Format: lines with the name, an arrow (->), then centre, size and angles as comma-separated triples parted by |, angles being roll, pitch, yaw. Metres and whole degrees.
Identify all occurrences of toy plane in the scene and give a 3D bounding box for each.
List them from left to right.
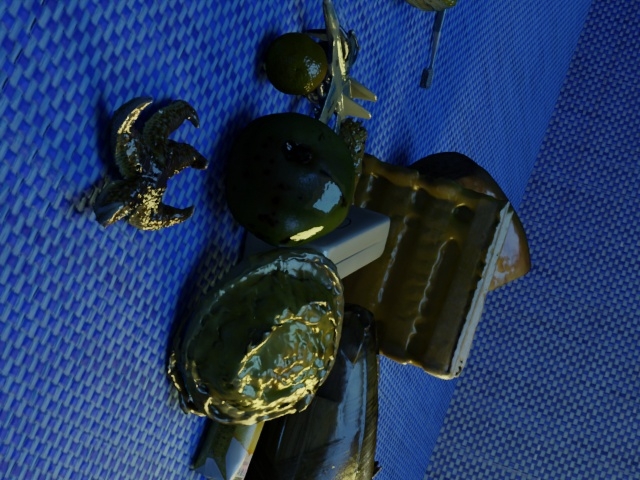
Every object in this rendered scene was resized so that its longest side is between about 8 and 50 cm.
toy plane -> 0.015, -0.262, 1.742 | 0.262, 0.088, 0.192 | 65, 38, -50

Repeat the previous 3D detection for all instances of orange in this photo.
orange -> -0.033, -0.237, 1.604 | 0.095, 0.085, 0.085 | -82, -177, -72

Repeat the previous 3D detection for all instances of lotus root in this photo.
lotus root -> 0.229, -0.038, 2.368 | 0.316, 0.316, 0.250 | -55, 137, -44

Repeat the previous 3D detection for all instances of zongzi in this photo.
zongzi -> -0.063, 0.322, 1.883 | 0.432, 0.208, 0.403 | -34, 135, -50

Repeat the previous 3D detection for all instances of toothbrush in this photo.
toothbrush -> 0.232, -0.427, 2.331 | 0.025, 0.019, 0.275 | -22, 127, -58

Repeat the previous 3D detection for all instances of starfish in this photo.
starfish -> -0.191, -0.082, 1.312 | 0.238, 0.071, 0.216 | -67, 159, -51

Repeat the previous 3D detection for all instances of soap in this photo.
soap -> 0.150, 0.042, 2.074 | 0.156, 0.294, 0.335 | 23, 83, -75

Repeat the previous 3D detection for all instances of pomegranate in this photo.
pomegranate -> -0.044, -0.081, 1.603 | 0.210, 0.179, 0.179 | -164, -89, -81

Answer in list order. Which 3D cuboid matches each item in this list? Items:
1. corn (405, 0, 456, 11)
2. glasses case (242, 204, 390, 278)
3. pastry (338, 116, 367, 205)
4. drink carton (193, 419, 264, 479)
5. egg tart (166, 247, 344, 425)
corn -> 0.166, -0.458, 1.970 | 0.123, 0.122, 0.305 | -32, 166, 14
glasses case -> 0.000, 0.000, 1.840 | 0.313, 0.131, 0.070 | -24, 129, -67
pastry -> 0.045, -0.128, 1.984 | 0.080, 0.056, 0.140 | -69, 164, -52
drink carton -> -0.139, 0.317, 1.808 | 0.084, 0.075, 0.200 | 46, 64, -69
egg tart -> -0.072, 0.146, 1.624 | 0.291, 0.107, 0.290 | -18, 126, -27
